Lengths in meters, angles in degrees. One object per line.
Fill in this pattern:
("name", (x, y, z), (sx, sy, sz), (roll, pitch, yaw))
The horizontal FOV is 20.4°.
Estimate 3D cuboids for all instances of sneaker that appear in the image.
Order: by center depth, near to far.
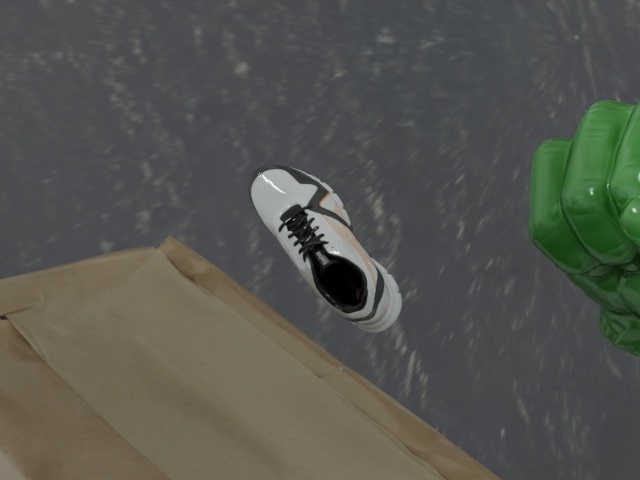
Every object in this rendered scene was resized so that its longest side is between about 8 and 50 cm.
("sneaker", (0.000, 0.000, 0.922), (0.040, 0.044, 0.109), (-45, 72, 9))

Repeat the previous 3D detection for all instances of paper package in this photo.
("paper package", (-0.048, 0.212, 0.832), (0.309, 0.168, 0.325), (34, 134, 44))

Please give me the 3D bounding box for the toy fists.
("toy fists", (0.222, 0.006, 0.829), (0.279, 0.096, 0.142), (13, 141, 39))
